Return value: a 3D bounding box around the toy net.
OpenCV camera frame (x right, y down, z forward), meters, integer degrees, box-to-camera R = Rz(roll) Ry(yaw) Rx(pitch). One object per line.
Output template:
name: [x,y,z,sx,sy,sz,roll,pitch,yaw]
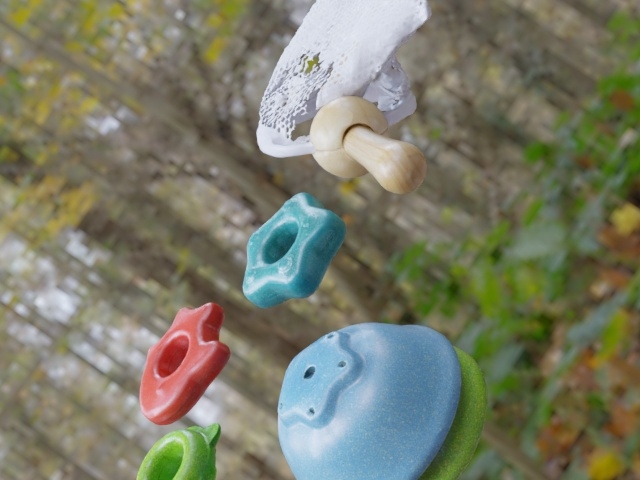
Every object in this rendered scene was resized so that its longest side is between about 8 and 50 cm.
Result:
toy net: [0.000,0.000,0.637,0.122,0.045,0.232,-29,38,35]
